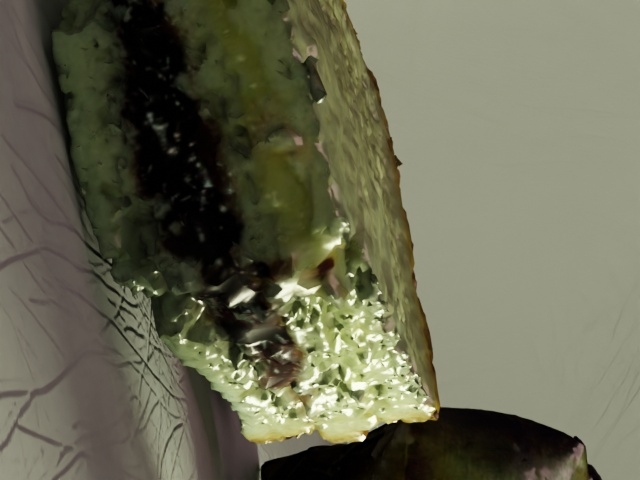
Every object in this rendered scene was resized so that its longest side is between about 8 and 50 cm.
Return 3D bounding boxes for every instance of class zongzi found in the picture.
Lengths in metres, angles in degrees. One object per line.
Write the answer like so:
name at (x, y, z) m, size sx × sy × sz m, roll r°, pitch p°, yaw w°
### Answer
zongzi at (0.042, 0.338, 1.366) m, size 0.432 × 0.207 × 0.403 m, roll -19°, pitch -113°, yaw 62°

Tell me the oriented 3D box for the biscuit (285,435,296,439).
biscuit at (-0.047, -0.017, 1.301) m, size 0.312 × 0.057 × 0.351 m, roll -66°, pitch 138°, yaw -64°

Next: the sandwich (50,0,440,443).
sandwich at (-0.039, -0.055, 0.985) m, size 0.325 × 0.131 × 0.262 m, roll 63°, pitch 17°, yaw -60°
